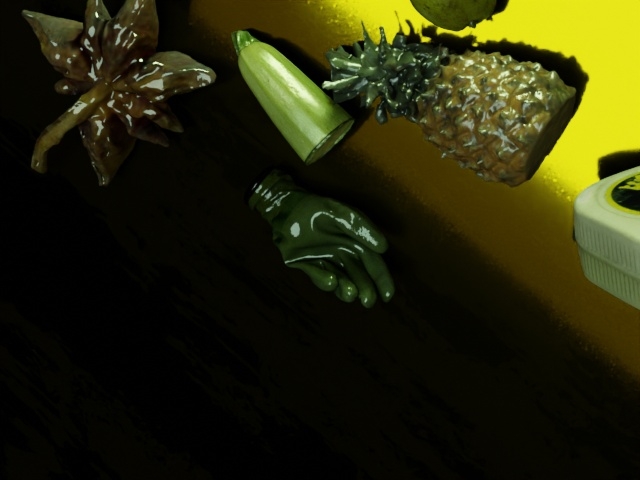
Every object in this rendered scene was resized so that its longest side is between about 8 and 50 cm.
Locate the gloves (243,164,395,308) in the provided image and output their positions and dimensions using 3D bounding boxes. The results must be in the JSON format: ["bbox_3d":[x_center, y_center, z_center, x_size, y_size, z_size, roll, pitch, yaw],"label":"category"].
[{"bbox_3d":[0.004,-0.003,1.420,0.268,0.107,0.135,45,110,23],"label":"gloves"}]

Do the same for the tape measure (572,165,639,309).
[{"bbox_3d":[0.444,-0.016,1.191,0.271,0.231,0.133,-21,113,-11],"label":"tape measure"}]

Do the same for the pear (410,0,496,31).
[{"bbox_3d":[0.160,-0.322,1.259,0.107,0.107,0.131,-32,85,27],"label":"pear"}]

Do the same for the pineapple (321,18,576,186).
[{"bbox_3d":[0.142,-0.195,1.283,0.340,0.169,0.169,27,114,20],"label":"pineapple"}]

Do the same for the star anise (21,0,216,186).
[{"bbox_3d":[-0.315,-0.226,1.478,0.350,0.109,0.292,-7,98,24],"label":"star anise"}]

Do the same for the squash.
[{"bbox_3d":[-0.054,-0.212,1.399,0.224,0.094,0.094,49,117,10],"label":"squash"}]
